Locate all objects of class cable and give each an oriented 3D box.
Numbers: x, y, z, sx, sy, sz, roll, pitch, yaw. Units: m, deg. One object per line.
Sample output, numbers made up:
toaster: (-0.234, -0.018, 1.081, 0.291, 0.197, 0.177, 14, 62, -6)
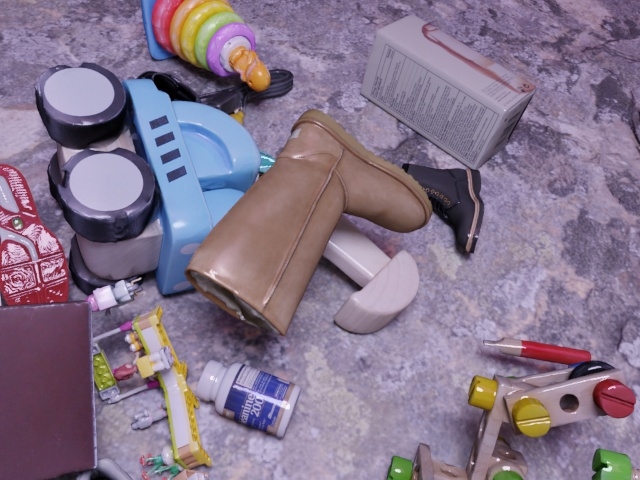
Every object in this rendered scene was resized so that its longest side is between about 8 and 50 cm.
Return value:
cable: (-0.164, -0.258, 1.075, 0.139, 0.072, 0.287, 15, 36, 23)

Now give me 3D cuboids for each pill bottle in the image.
pill bottle: (-0.090, 0.193, 0.703, 0.120, 0.067, 0.067, 19, 51, 5)

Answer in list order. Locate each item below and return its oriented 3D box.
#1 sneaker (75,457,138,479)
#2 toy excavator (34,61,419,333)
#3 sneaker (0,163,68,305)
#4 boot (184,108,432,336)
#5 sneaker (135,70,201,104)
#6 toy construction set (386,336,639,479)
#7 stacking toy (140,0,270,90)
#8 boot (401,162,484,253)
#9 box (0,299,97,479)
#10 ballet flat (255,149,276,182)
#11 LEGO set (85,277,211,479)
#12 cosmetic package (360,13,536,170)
sneaker: (-0.179, 0.332, 0.542, 0.099, 0.121, 0.262, -27, 61, -27)
toy excavator: (-0.122, -0.043, 0.797, 0.445, 0.222, 0.433, -13, 65, -26)
sneaker: (-0.404, 0.013, 0.779, 0.087, 0.128, 0.221, -15, 86, -24)
boot: (0.000, 0.000, 0.691, 0.236, 0.089, 0.270, 34, 59, -10)
sneaker: (-0.319, -0.223, 0.927, 0.295, 0.147, 0.105, 20, 35, 3)
toy construction set: (0.210, 0.222, 0.664, 0.237, 0.258, 0.309, 9, 29, 12)
stacking toy: (-0.188, -0.372, 1.055, 0.165, 0.175, 0.302, -32, 60, -28)
boot: (0.202, -0.060, 0.965, 0.137, 0.077, 0.198, 10, 38, 3)
box: (-0.349, 0.150, 0.551, 0.203, 0.168, 0.167, 0, 83, -39)
ballet flat: (-0.080, -0.095, 0.929, 0.247, 0.083, 0.087, 16, 65, 4)
LEGO set: (-0.211, 0.192, 0.661, 0.107, 0.132, 0.287, -21, 80, -6)
cosmetic package: (0.239, -0.293, 1.099, 0.296, 0.153, 0.129, 40, 54, 18)
